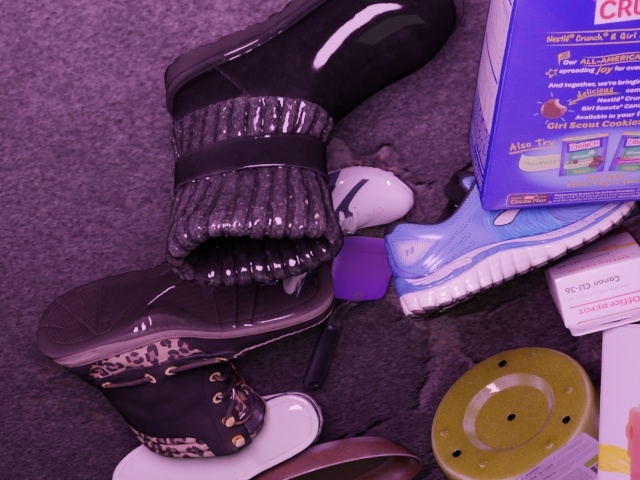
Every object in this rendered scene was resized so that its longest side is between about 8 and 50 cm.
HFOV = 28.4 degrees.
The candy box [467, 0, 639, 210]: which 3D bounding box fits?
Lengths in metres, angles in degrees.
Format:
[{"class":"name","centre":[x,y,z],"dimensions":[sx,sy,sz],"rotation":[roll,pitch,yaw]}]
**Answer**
[{"class":"candy box","centre":[0.307,-0.185,1.328],"dimensions":[0.268,0.122,0.317],"rotation":[-4,140,-6]}]

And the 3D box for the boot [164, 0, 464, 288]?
[{"class":"boot","centre":[0.000,-0.111,1.243],"dimensions":[0.348,0.260,0.131],"rotation":[-25,137,17]}]

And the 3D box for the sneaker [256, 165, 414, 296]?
[{"class":"sneaker","centre":[0.000,0.000,1.453],"dimensions":[0.234,0.153,0.094],"rotation":[-1,139,-11]}]

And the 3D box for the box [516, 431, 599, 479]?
[{"class":"box","centre":[0.351,0.366,1.597],"dimensions":[0.114,0.103,0.203],"rotation":[-32,112,-9]}]

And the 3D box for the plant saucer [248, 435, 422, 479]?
[{"class":"plant saucer","centre":[-0.002,0.360,1.891],"dimensions":[0.310,0.050,0.310],"rotation":[-15,157,-7]}]

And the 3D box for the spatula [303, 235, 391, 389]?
[{"class":"spatula","centre":[0.026,0.104,1.670],"dimensions":[0.084,0.030,0.296],"rotation":[3,137,-18]}]

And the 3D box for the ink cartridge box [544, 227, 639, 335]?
[{"class":"ink cartridge box","centre":[0.340,0.047,1.542],"dimensions":[0.115,0.198,0.067],"rotation":[-16,104,6]}]

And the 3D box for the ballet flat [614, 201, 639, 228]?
[{"class":"ballet flat","centre":[0.401,-0.045,1.576],"dimensions":[0.114,0.041,0.041],"rotation":[-22,138,14]}]

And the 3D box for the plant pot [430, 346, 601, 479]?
[{"class":"plant pot","centre":[0.335,0.347,1.806],"dimensions":[0.366,0.366,0.353],"rotation":[-23,126,15]}]

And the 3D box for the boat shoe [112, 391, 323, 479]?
[{"class":"boat shoe","centre":[-0.141,0.299,1.798],"dimensions":[0.319,0.116,0.099],"rotation":[-24,180,11]}]

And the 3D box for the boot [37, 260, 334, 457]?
[{"class":"boot","centre":[-0.132,0.150,1.608],"dimensions":[0.377,0.138,0.284],"rotation":[-14,138,11]}]

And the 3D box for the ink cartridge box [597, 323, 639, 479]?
[{"class":"ink cartridge box","centre":[0.469,0.293,1.501],"dimensions":[0.279,0.385,0.160],"rotation":[7,175,-41]}]

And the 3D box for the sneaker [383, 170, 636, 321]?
[{"class":"sneaker","centre":[0.223,-0.031,1.476],"dimensions":[0.330,0.147,0.130],"rotation":[-21,171,-18]}]
